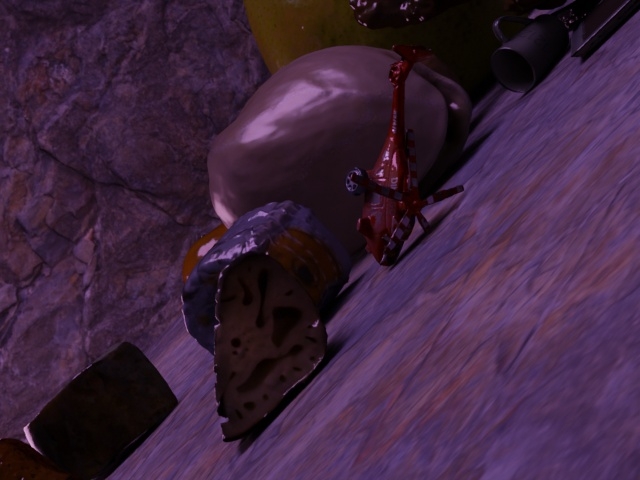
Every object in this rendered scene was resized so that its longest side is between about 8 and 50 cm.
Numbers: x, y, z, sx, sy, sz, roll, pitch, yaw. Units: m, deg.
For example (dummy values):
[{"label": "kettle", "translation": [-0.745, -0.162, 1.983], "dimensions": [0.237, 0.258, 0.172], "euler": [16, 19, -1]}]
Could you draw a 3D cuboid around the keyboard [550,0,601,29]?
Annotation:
[{"label": "keyboard", "translation": [0.292, -0.266, 2.005], "dimensions": [0.072, 0.023, 0.231], "euler": [-39, 4, -10]}]

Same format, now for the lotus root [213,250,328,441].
[{"label": "lotus root", "translation": [-0.043, 0.090, 1.429], "dimensions": [0.135, 0.095, 0.159], "euler": [92, -177, -89]}]

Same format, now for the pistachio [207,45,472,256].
[{"label": "pistachio", "translation": [0.016, -0.096, 1.829], "dimensions": [0.332, 0.226, 0.208], "euler": [-27, -20, 30]}]

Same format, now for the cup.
[{"label": "cup", "translation": [0.218, -0.207, 1.802], "dimensions": [0.083, 0.075, 0.054], "euler": [-45, -15, -36]}]

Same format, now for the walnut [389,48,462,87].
[{"label": "walnut", "translation": [0.097, -0.149, 1.982], "dimensions": [0.167, 0.149, 0.166], "euler": [-19, -25, -9]}]

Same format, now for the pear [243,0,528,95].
[{"label": "pear", "translation": [0.081, -0.326, 2.275], "dimensions": [0.391, 0.391, 0.391], "euler": [-45, 4, 4]}]

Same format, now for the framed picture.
[{"label": "framed picture", "translation": [0.350, -0.288, 1.668], "dimensions": [0.273, 0.016, 0.216], "euler": [-44, 5, 17]}]

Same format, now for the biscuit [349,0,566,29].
[{"label": "biscuit", "translation": [0.210, -0.330, 1.943], "dimensions": [0.268, 0.115, 0.366], "euler": [-24, 17, -25]}]

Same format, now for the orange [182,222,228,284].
[{"label": "orange", "translation": [-0.144, 0.038, 2.606], "dimensions": [0.156, 0.124, 0.156], "euler": [-48, 5, 6]}]

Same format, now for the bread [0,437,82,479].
[{"label": "bread", "translation": [-0.388, 0.346, 1.953], "dimensions": [0.246, 0.135, 0.232], "euler": [-48, -9, -8]}]

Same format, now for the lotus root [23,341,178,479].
[{"label": "lotus root", "translation": [-0.300, 0.239, 2.218], "dimensions": [0.235, 0.119, 0.138], "euler": [-40, 1, 42]}]

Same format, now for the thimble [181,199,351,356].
[{"label": "thimble", "translation": [-0.055, 0.042, 1.671], "dimensions": [0.151, 0.127, 0.118], "euler": [-35, 11, 38]}]

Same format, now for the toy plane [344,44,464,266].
[{"label": "toy plane", "translation": [0.061, -0.076, 1.531], "dimensions": [0.126, 0.194, 0.077], "euler": [-20, 11, -35]}]
